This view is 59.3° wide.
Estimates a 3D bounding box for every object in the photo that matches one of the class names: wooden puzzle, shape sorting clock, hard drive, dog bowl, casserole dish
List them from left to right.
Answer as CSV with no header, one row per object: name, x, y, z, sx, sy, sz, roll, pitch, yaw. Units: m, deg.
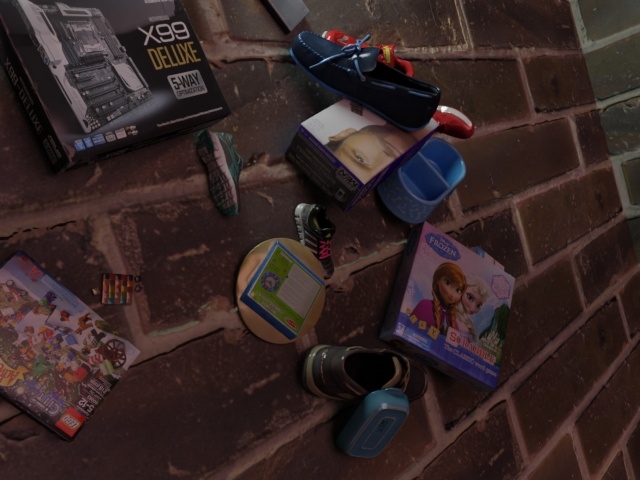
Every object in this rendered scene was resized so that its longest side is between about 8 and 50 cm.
wooden puzzle,-0.324,0.078,0.899,0.083,0.006,0.050,9,75,-42
hard drive,-0.090,-0.538,1.242,0.135,0.022,0.094,49,52,-24
shape sorting clock,-0.076,0.098,1.102,0.206,0.040,0.206,7,78,-38
casserole dish,0.111,0.377,1.136,0.114,0.037,0.188,18,113,-31
dog bowl,0.265,-0.162,1.420,0.166,0.074,0.297,49,48,3

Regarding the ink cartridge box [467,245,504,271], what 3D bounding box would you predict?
ink cartridge box,0.465,0.102,1.593,0.180,0.060,0.104,31,61,-34

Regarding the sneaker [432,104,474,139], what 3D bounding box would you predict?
sneaker,0.271,-0.289,1.439,0.128,0.221,0.087,-52,158,-26

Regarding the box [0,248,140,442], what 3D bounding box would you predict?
box,-0.393,0.150,0.792,0.233,0.044,0.159,49,52,-24

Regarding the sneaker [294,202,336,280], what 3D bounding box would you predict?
sneaker,0.000,0.000,1.172,0.063,0.074,0.171,-16,92,-44

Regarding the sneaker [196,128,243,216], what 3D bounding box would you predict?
sneaker,-0.171,-0.130,1.053,0.076,0.065,0.167,-18,95,-48

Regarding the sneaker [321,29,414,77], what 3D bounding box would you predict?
sneaker,0.120,-0.444,1.352,0.278,0.118,0.108,10,73,-41

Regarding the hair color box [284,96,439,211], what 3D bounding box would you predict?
hair color box,0.102,-0.227,1.253,0.185,0.110,0.339,44,50,6

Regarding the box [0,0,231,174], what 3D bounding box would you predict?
box,-0.323,-0.268,0.897,0.307,0.076,0.243,-29,100,-42

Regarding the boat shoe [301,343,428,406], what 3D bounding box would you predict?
boat shoe,0.124,0.295,1.184,0.355,0.130,0.133,15,71,-40

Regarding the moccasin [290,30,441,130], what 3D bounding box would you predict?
moccasin,0.105,-0.371,1.212,0.341,0.117,0.138,25,48,-7

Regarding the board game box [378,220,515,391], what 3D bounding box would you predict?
board game box,0.326,0.163,1.394,0.318,0.066,0.318,30,61,-18
